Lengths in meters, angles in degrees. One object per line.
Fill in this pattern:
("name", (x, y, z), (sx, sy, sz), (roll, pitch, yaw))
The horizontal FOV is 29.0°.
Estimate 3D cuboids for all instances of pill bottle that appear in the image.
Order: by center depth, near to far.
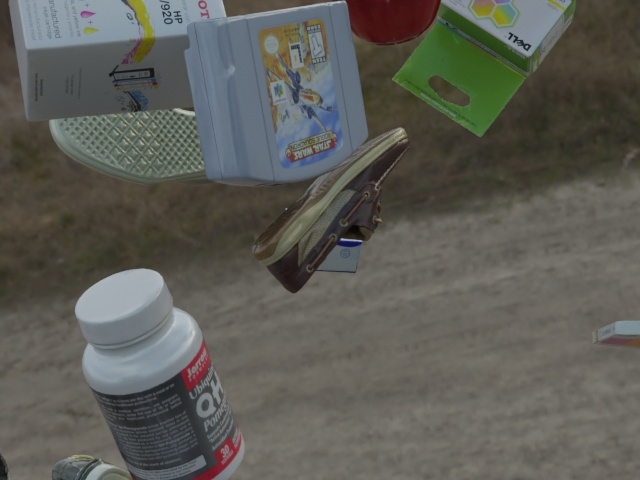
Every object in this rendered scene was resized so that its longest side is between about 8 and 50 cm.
("pill bottle", (-0.235, 0.206, 1.771), (0.176, 0.319, 0.176), (-14, 30, 8))

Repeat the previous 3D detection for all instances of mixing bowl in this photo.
("mixing bowl", (0.100, -0.341, 1.764), (0.181, 0.098, 0.181), (-10, 30, 6))

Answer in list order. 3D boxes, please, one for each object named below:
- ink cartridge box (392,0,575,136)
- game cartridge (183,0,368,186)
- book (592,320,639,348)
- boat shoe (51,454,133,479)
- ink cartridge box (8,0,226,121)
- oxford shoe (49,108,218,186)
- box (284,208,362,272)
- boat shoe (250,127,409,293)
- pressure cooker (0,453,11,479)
("ink cartridge box", (0.259, -0.324, 1.976), (0.188, 0.097, 0.255), (35, 82, 14))
("game cartridge", (-0.039, -0.167, 1.426), (0.062, 0.198, 0.297), (-8, 10, 33))
("book", (0.480, 0.143, 1.893), (0.096, 0.035, 0.144), (0, -10, -2))
("boat shoe", (-0.329, 0.417, 1.989), (0.091, 0.305, 0.109), (16, 70, 24))
("ink cartridge box", (-0.244, -0.263, 1.471), (0.232, 0.171, 0.168), (-8, -22, -16))
("oxford shoe", (-0.289, -0.171, 2.195), (0.449, 0.169, 0.130), (2, -9, -43))
("box", (0.000, 0.000, 2.411), (0.126, 0.072, 0.137), (3, 25, -17))
("boat shoe", (0.040, -0.049, 2.028), (0.342, 0.123, 0.123), (-45, 13, -25))
("pressure cooker", (-0.451, 0.412, 1.199), (0.369, 0.421, 0.375), (-7, 11, -3))
